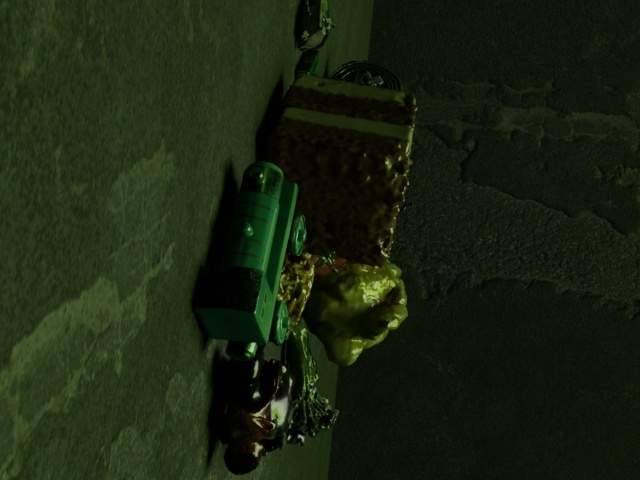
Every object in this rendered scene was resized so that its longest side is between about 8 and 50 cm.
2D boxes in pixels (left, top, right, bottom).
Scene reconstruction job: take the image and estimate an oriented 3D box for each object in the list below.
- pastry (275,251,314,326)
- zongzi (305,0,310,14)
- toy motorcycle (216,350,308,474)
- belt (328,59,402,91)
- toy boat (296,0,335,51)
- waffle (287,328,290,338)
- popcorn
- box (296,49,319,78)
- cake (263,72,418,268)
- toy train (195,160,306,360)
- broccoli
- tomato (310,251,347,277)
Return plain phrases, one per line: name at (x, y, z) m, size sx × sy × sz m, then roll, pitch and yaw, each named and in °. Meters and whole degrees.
pastry at (-0.064, 0.071, 1.824) m, size 0.250 × 0.102 × 0.154 m, roll -75°, pitch 179°, yaw -63°
zongzi at (-0.047, -0.516, 1.674) m, size 0.178 × 0.081 × 0.189 m, roll 9°, pitch 102°, yaw -63°
toy motorcycle at (-0.100, 0.309, 1.661) m, size 0.401 × 0.134 × 0.207 m, roll 67°, pitch 30°, yaw -74°
belt at (0.101, -0.344, 2.452) m, size 0.116 × 0.206 × 0.268 m, roll 89°, pitch 20°, yaw -52°
toy boat at (-0.011, -0.482, 1.979) m, size 0.084 × 0.066 × 0.210 m, roll -42°, pitch -142°, yaw 45°
waffle at (-0.079, 0.135, 2.098) m, size 0.183 × 0.036 × 0.169 m, roll 67°, pitch 27°, yaw -81°
popcorn at (0.073, 0.137, 2.375) m, size 0.274 × 0.279 × 0.335 m, roll -43°, pitch 176°, yaw 3°
box at (-0.032, -0.287, 2.090) m, size 0.132 × 0.034 × 0.235 m, roll -75°, pitch 169°, yaw -56°
cake at (0.033, -0.140, 1.798) m, size 0.290 × 0.282 × 0.256 m, roll -81°, pitch -179°, yaw -55°
toy train at (-0.101, 0.025, 1.446) m, size 0.194 × 0.120 × 0.298 m, roll 76°, pitch 21°, yaw -59°
broccoli at (-0.041, 0.329, 2.301) m, size 0.165 × 0.145 × 0.304 m, roll -78°, pitch 160°, yaw -71°
tomato at (0.000, 0.000, 2.196) m, size 0.167 × 0.167 × 0.167 m, roll 7°, pitch 90°, yaw -84°
